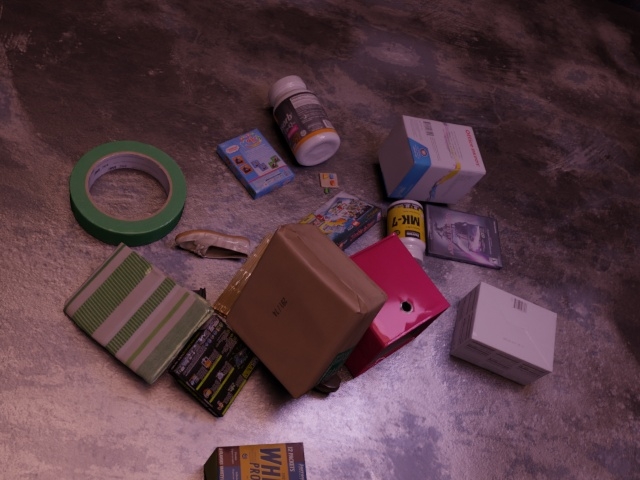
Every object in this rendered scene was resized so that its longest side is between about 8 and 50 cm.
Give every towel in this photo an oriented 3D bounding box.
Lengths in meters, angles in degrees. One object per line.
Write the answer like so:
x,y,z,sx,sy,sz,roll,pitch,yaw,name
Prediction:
-0.470,0.177,1.633,0.325,0.038,0.248,33,68,15,towel

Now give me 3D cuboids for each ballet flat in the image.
-0.061,0.344,1.735,0.250,0.058,0.084,27,47,3,ballet flat

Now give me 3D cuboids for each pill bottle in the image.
0.272,-0.015,2.025,0.119,0.119,0.208,10,58,-14,pill bottle
-0.060,-0.399,2.113,0.162,0.162,0.278,-17,67,-27,pill bottle

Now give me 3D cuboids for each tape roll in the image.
-0.550,-0.138,1.833,0.321,0.077,0.321,9,57,-15,tape roll

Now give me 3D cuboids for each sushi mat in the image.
-0.167,0.122,1.846,0.151,0.019,0.316,34,55,2,sushi mat

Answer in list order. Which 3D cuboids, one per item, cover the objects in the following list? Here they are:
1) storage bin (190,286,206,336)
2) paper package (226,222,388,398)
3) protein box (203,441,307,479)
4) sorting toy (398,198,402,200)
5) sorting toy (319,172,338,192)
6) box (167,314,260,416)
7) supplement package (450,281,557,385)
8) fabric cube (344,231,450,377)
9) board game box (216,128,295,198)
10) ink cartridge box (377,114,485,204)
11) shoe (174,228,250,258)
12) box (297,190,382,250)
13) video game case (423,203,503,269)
-0.359,0.191,1.698,0.091,0.098,0.135,4,59,-5,storage bin
-0.038,0.173,1.611,0.309,0.325,0.168,44,30,22,paper package
-0.155,0.562,1.476,0.201,0.200,0.136,3,60,-19,protein box
0.332,-0.282,2.253,0.229,0.041,0.307,-6,63,-23,sorting toy
0.030,-0.190,2.108,0.062,0.012,0.083,3,59,-18,sorting toy
-0.267,0.320,1.632,0.184,0.045,0.191,51,52,-23,box
0.555,0.283,1.930,0.262,0.145,0.204,24,56,-6,supplement package
0.153,0.181,1.780,0.254,0.259,0.258,-26,71,-29,fabric cube
-0.208,-0.249,2.043,0.160,0.039,0.211,-30,74,-32,board game box
0.364,-0.261,2.108,0.270,0.197,0.198,5,58,-22,ink cartridge box
-0.306,0.015,1.827,0.219,0.076,0.058,6,54,-19,shoe
0.060,-0.058,1.971,0.159,0.044,0.233,27,45,28,box
0.482,-0.013,2.156,0.274,0.026,0.196,11,57,-14,video game case
